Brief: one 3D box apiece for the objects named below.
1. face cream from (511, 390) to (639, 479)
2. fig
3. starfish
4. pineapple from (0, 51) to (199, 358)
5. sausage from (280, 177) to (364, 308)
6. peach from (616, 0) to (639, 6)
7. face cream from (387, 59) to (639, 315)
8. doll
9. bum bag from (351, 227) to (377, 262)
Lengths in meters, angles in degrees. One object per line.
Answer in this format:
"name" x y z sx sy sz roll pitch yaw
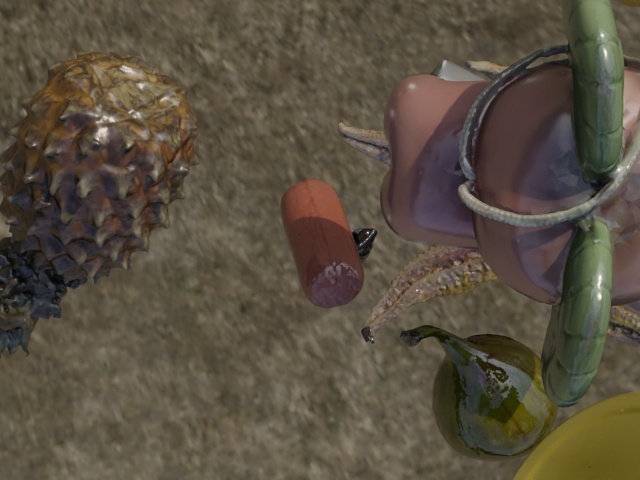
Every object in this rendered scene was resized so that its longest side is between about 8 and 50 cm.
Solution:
"face cream" 0.281 0.262 1.247 0.218 0.218 0.179 -41 116 7
"fig" 0.137 0.127 1.421 0.124 0.124 0.236 -41 132 7
"starfish" 0.215 -0.029 1.847 0.384 0.132 0.398 -10 99 17
"pineapple" -0.239 -0.010 1.387 0.175 0.175 0.361 9 136 -27
"sausage" 0.000 0.000 1.436 0.062 0.154 0.062 -8 132 -9
"peach" 0.356 -0.354 1.767 0.179 0.179 0.103 19 127 -31
"face cream" 0.190 -0.042 1.225 0.269 0.073 0.107 30 94 -5
"doll" 0.151 -0.039 1.026 0.217 0.268 0.284 1 98 1
"bum bag" 0.043 0.012 1.852 0.058 0.124 0.034 -40 84 -7
